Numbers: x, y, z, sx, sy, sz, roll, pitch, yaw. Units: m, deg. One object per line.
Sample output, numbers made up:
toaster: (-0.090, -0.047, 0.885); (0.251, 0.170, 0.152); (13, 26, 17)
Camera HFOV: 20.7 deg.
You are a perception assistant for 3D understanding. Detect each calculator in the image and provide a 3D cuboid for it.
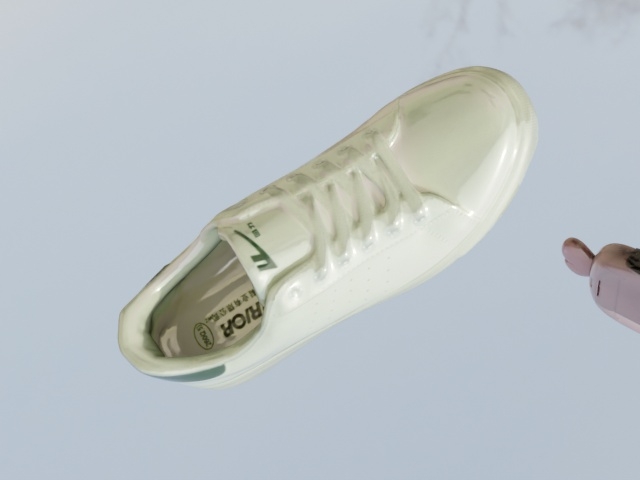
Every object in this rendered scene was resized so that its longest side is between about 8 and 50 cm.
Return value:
calculator: (0.250, 0.046, 1.300); (0.166, 0.103, 0.024); (28, -111, 18)

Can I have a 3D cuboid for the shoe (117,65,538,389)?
shoe: (0.000, 0.000, 0.960); (0.265, 0.095, 0.110); (-40, 165, 18)
